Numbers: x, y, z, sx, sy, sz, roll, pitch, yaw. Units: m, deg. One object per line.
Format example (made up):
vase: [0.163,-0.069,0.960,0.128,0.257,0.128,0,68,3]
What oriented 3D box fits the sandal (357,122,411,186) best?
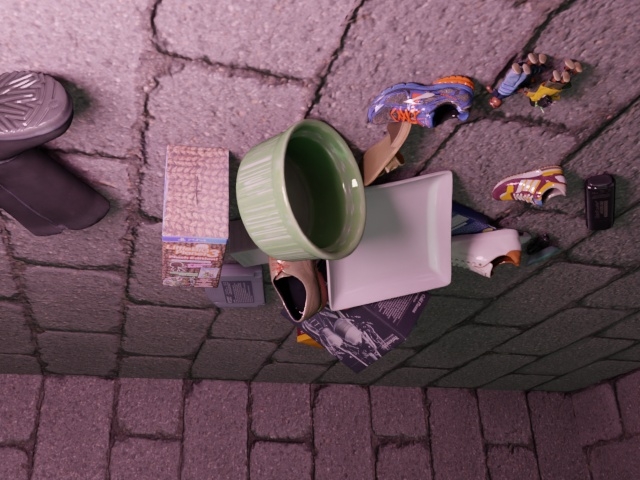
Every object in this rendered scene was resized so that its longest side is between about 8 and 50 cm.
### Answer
sandal: [0.162,-0.191,1.474,0.079,0.088,0.240,9,146,-21]

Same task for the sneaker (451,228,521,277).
sneaker: [0.429,0.051,1.877,0.289,0.123,0.106,-11,157,19]

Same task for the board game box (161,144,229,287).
board game box: [-0.301,-0.048,1.557,0.141,0.232,0.291,3,154,-13]

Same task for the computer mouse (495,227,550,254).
computer mouse: [0.590,0.004,1.961,0.192,0.042,0.106,8,153,-21]

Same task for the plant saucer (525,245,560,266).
plant saucer: [0.690,0.045,2.043,0.119,0.021,0.119,-24,166,-7]

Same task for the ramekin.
ramekin: [-0.042,-0.097,1.418,0.148,0.304,0.303,-13,153,35]

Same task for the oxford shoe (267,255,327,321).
oxford shoe: [-0.079,0.038,1.651,0.122,0.349,0.130,-20,-174,23]

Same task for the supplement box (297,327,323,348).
supplement box: [0.029,0.242,2.222,0.191,0.194,0.129,-23,148,36]

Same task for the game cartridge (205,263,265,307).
game cartridge: [-0.284,0.151,2.172,0.195,0.060,0.294,-4,154,-5]

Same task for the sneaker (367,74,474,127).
sneaker: [0.201,-0.268,1.317,0.221,0.087,0.083,-10,152,15]

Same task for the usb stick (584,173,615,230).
usb stick: [0.754,-0.098,1.766,0.077,0.045,0.278,-5,155,21]

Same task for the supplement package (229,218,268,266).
supplement package: [-0.149,-0.004,1.805,0.179,0.105,0.105,-10,153,16]

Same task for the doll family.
doll family: [0.415,-0.304,1.287,0.192,0.076,0.111,10,156,-13]

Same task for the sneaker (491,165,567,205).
sneaker: [0.524,-0.123,1.647,0.185,0.084,0.069,-20,149,31]

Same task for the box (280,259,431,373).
box: [0.095,0.191,1.937,0.312,0.179,0.343,37,146,0]

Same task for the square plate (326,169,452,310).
square plate: [0.171,-0.001,1.685,0.343,0.049,0.348,-12,121,-10]

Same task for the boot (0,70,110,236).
boot: [-0.587,-0.153,1.403,0.366,0.146,0.445,1,152,15]

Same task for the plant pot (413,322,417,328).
plant pot: [0.201,0.181,2.161,0.165,0.166,0.234,-14,144,21]

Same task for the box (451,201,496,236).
box: [0.374,-0.048,1.840,0.225,0.037,0.136,18,147,-36]
